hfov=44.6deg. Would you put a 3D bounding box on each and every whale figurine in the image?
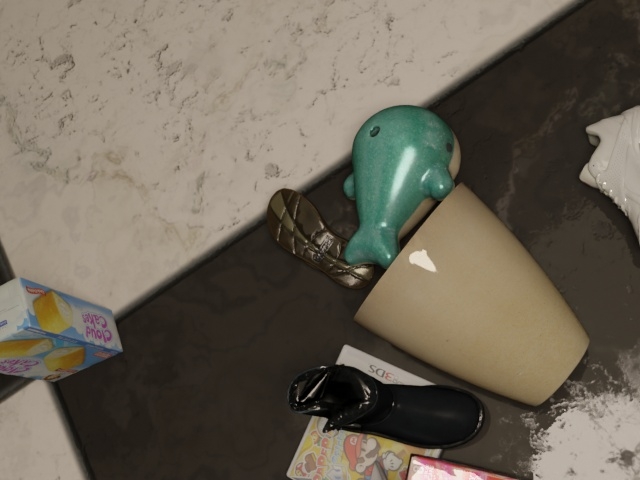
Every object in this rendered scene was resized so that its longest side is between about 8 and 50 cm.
[{"bbox_3d":[0.106,-0.091,1.221,0.216,0.141,0.272,6,66,45],"label":"whale figurine"}]

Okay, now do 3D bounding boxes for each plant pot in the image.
[{"bbox_3d":[0.233,0.099,1.114,0.274,0.256,0.256,38,88,9],"label":"plant pot"}]

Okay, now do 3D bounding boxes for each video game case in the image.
[{"bbox_3d":[0.082,0.303,1.202,0.206,0.026,0.227,21,82,23],"label":"video game case"}]

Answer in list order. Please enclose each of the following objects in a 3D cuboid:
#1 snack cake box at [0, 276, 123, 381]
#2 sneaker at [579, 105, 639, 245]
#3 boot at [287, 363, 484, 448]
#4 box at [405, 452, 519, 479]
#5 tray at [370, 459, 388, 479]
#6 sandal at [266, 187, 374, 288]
[{"bbox_3d":[-0.471,0.157,1.301,0.152,0.264,0.089,-26,68,10],"label":"snack cake box"},{"bbox_3d":[0.453,-0.084,1.170,0.115,0.090,0.232,-13,61,22],"label":"sneaker"},{"bbox_3d":[0.095,0.234,1.092,0.246,0.207,0.094,1,74,18],"label":"boot"},{"bbox_3d":[0.164,0.453,1.051,0.154,0.142,0.300,11,78,8],"label":"box"},{"bbox_3d":[0.068,0.456,1.086,0.030,0.145,0.270,12,87,0],"label":"tray"},{"bbox_3d":[0.000,0.000,1.308,0.219,0.060,0.090,35,93,10],"label":"sandal"}]
